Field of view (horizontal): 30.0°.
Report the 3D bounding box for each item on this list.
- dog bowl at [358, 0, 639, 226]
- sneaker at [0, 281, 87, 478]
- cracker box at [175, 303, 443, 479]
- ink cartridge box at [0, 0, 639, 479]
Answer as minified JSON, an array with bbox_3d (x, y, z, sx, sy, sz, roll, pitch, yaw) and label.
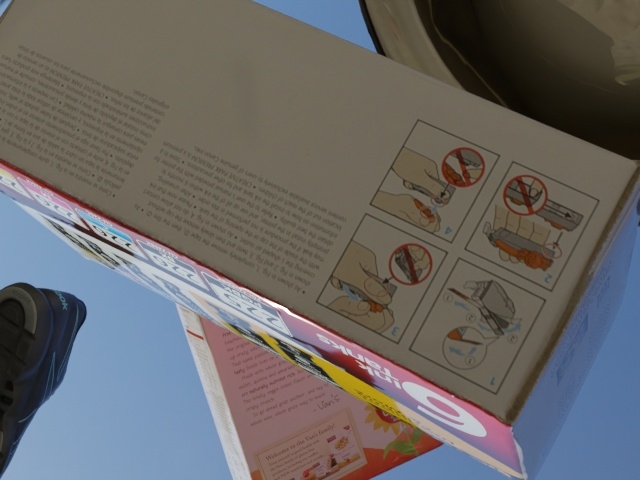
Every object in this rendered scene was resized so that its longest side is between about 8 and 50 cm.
[{"bbox_3d":[0.228,-0.215,0.826,0.408,0.408,0.150,-47,177,8],"label":"dog bowl"},{"bbox_3d":[-0.321,0.168,1.243,0.101,0.106,0.267,34,-76,22],"label":"sneaker"},{"bbox_3d":[-0.015,0.072,0.892,0.155,0.232,0.067,-20,-167,-21],"label":"cracker box"},{"bbox_3d":[0.000,0.000,0.644,0.309,0.272,0.130,26,-102,19],"label":"ink cartridge box"}]
